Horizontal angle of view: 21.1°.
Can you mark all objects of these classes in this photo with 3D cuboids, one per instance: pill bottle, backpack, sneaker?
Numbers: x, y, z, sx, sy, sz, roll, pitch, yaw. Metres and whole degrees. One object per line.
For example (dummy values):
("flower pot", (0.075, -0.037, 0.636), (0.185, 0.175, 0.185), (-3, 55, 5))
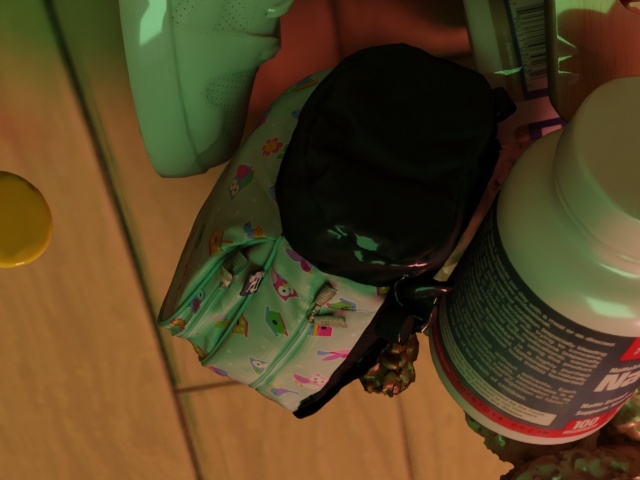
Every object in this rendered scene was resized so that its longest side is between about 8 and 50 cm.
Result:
("pill bottle", (0.159, -0.109, 0.855), (0.169, 0.094, 0.094), (-11, 136, 5))
("pill bottle", (0.123, 0.010, 0.787), (0.108, 0.108, 0.180), (5, 148, -12))
("backpack", (0.000, 0.000, 0.825), (0.115, 0.152, 0.182), (34, 139, -3))
("sneaker", (-0.007, -0.144, 0.790), (0.169, 0.108, 0.292), (-1, 135, -2))

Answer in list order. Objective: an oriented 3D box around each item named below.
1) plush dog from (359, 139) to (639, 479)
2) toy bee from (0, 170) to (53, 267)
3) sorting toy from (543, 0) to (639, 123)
("plush dog", (0.135, 0.027, 0.966), (0.262, 0.210, 0.225), (-44, 113, 1))
("toy bee", (-0.234, -0.005, 0.871), (0.195, 0.162, 0.298), (0, 136, -9))
("sorting toy", (0.225, -0.175, 0.729), (0.255, 0.089, 0.257), (-6, 113, 0))
